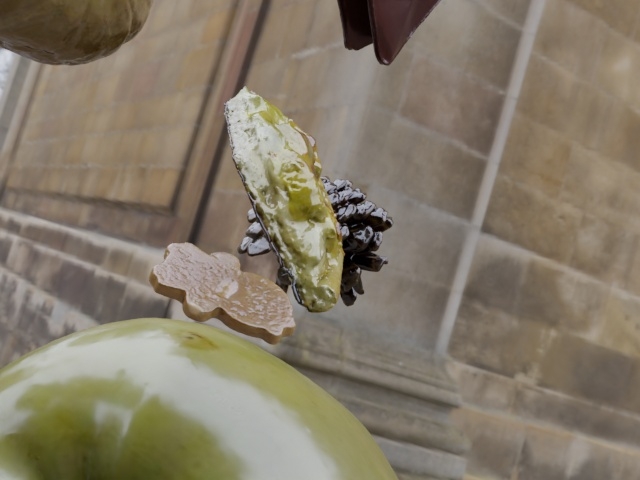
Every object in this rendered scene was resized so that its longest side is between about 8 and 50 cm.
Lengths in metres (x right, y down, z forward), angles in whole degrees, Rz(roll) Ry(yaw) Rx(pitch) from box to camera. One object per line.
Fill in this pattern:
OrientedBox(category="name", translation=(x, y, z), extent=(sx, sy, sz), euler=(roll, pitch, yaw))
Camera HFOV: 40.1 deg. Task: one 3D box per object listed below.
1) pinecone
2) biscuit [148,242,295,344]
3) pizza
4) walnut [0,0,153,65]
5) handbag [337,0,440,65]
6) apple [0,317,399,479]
OrientedBox(category="pinecone", translation=(0.002, 0.002, 1.328), extent=(0.201, 0.203, 0.228), euler=(34, -12, -40))
OrientedBox(category="biscuit", translation=(-0.117, 0.062, 1.066), extent=(0.184, 0.027, 0.133), euler=(18, 31, -11))
OrientedBox(category="pizza", translation=(-0.015, -0.031, 0.489), extent=(0.099, 0.035, 0.160), euler=(59, 9, -34))
OrientedBox(category="walnut", translation=(-0.270, -0.274, 0.844), extent=(0.227, 0.228, 0.228), euler=(17, -5, 1))
OrientedBox(category="handbag", translation=(0.121, -0.414, 1.218), extent=(0.084, 0.276, 0.260), euler=(26, -24, 26))
OrientedBox(category="apple", translation=(-0.066, 0.167, 0.371), extent=(0.262, 0.263, 0.262), euler=(17, -5, 1))
